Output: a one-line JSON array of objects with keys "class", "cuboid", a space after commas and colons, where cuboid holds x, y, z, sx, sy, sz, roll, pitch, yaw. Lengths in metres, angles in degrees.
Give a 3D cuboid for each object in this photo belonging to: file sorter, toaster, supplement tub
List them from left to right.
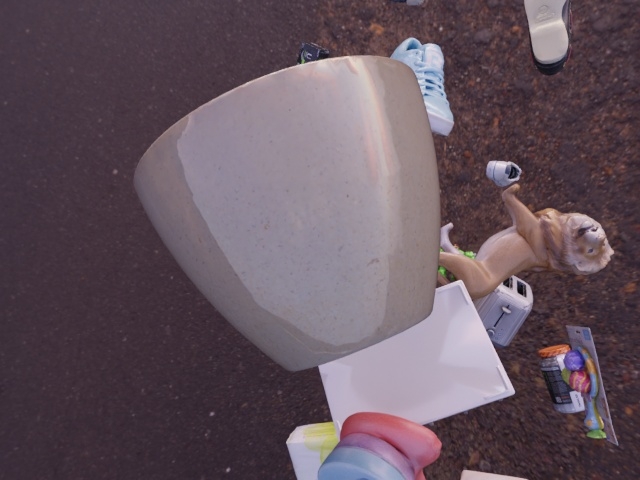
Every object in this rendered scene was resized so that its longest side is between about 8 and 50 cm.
[{"class": "file sorter", "cuboid": [0.157, 0.231, 0.802, 0.277, 0.173, 0.193, -21, 60, 7]}, {"class": "toaster", "cuboid": [0.490, 0.178, 1.235, 0.129, 0.227, 0.146, 32, 114, 14]}, {"class": "supplement tub", "cuboid": [0.772, 0.436, 1.439, 0.117, 0.117, 0.190, -18, 79, 10]}]

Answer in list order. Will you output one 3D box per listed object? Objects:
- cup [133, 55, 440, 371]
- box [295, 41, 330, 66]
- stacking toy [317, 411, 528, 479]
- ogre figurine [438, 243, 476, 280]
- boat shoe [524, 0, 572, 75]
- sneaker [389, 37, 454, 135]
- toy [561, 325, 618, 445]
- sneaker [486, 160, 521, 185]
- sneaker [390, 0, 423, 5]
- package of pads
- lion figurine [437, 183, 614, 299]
[{"class": "cup", "cuboid": [0.000, 0.000, 0.503, 0.331, 0.331, 0.237, -24, 82, 8]}, {"class": "box", "cuboid": [-0.023, -0.468, 1.190, 0.062, 0.052, 0.083, 32, 121, 21]}, {"class": "stacking toy", "cuboid": [0.124, 0.408, 0.626, 0.279, 0.130, 0.309, 11, 123, 23]}, {"class": "ogre figurine", "cuboid": [0.468, 0.082, 1.614, 0.197, 0.097, 0.118, -2, 54, 44]}, {"class": "boat shoe", "cuboid": [0.263, -0.257, 0.523, 0.048, 0.042, 0.133, -2, 80, 26]}, {"class": "sneaker", "cuboid": [0.237, -0.387, 1.081, 0.366, 0.135, 0.150, -107, 34, -47]}, {"class": "toy", "cuboid": [0.575, 0.313, 1.003, 0.056, 0.137, 0.237, -12, 80, 7]}, {"class": "sneaker", "cuboid": [0.711, -0.249, 1.721, 0.091, 0.258, 0.094, 17, 104, 35]}, {"class": "sneaker", "cuboid": [0.131, -0.601, 0.817, 0.148, 0.131, 0.350, 6, 79, 6]}, {"class": "package of pads", "cuboid": [0.071, 0.620, 1.258, 0.296, 0.101, 0.229, -15, 93, 17]}, {"class": "lion figurine", "cuboid": [0.399, 0.031, 0.990, 0.392, 0.142, 0.240, -30, 82, 11]}]
